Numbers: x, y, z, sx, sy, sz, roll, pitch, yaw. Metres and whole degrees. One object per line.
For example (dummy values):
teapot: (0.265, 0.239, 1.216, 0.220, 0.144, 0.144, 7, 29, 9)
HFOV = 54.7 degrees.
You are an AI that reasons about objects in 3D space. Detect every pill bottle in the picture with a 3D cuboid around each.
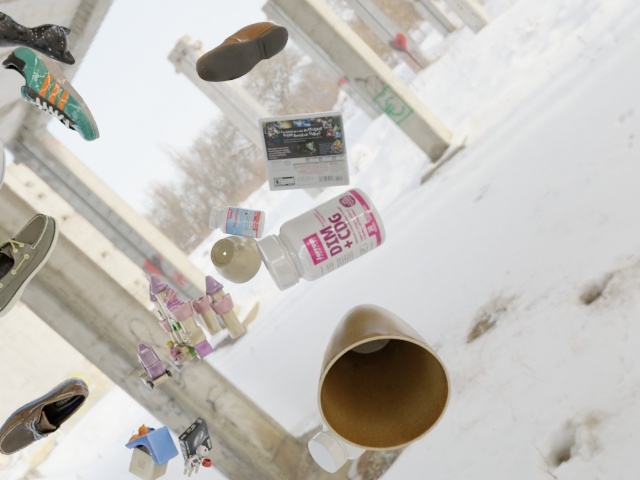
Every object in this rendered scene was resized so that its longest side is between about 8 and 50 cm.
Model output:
pill bottle: (0.000, 0.000, 1.493, 0.283, 0.160, 0.160, -28, 4, -12)
pill bottle: (-0.251, -0.058, 1.874, 0.087, 0.160, 0.087, -172, 90, -89)
pill bottle: (0.082, 0.510, 1.666, 0.229, 0.131, 0.131, -33, -2, -37)

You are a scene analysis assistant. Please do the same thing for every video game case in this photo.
video game case: (-0.035, -0.201, 1.408, 0.191, 0.173, 0.022, -3, 25, 9)

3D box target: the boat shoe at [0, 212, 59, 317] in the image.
boat shoe: (-0.800, 0.053, 1.622, 0.304, 0.109, 0.091, -65, -30, -18)

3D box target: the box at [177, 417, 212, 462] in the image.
box: (-0.261, 0.422, 1.289, 0.018, 0.083, 0.067, 12, 32, 31)

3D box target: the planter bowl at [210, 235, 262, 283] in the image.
planter bowl: (-0.283, 0.050, 1.973, 0.162, 0.162, 0.109, -45, -30, 12)

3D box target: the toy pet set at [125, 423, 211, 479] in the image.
toy pet set: (-0.223, 0.283, 0.875, 0.114, 0.122, 0.065, -4, -69, -67)

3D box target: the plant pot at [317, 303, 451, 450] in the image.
plant pot: (0.107, 0.229, 1.203, 0.237, 0.237, 0.254, -45, 16, 13)

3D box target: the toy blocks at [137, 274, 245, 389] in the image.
toy blocks: (-0.427, 0.215, 1.755, 0.309, 0.259, 0.289, -30, 8, -26)

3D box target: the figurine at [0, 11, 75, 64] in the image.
figurine: (-0.528, -0.421, 1.065, 0.210, 0.214, 0.092, 4, -9, -40)

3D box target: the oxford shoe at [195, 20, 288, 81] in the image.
oxford shoe: (-0.166, -0.376, 1.223, 0.212, 0.076, 0.076, -34, -34, -28)

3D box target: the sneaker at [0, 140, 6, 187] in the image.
sneaker: (-0.644, -0.196, 1.139, 0.091, 0.094, 0.257, -122, 31, -60)

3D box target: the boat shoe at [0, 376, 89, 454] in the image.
boat shoe: (-0.503, 0.320, 1.115, 0.183, 0.066, 0.066, -42, 25, -17)

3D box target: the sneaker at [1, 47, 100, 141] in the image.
sneaker: (-0.714, -0.375, 1.641, 0.121, 0.302, 0.108, -39, 6, -22)
